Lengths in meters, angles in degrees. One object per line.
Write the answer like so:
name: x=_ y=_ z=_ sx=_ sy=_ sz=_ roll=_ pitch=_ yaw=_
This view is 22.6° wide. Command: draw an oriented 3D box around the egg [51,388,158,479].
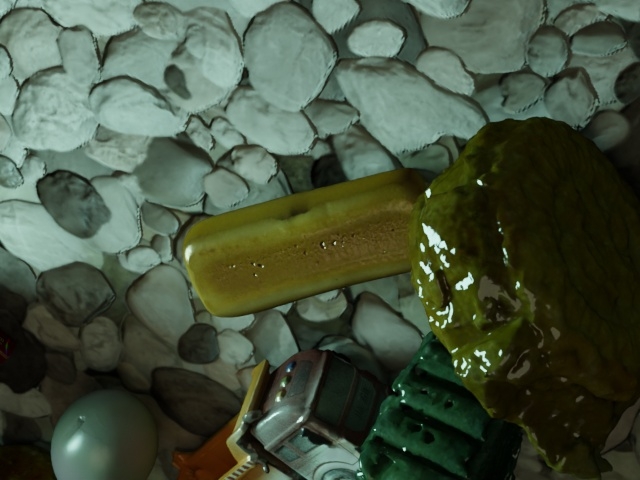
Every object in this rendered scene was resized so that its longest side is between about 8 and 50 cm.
egg: x=-0.212 y=0.203 z=1.566 sx=0.103 sy=0.103 sz=0.135 roll=25 pitch=135 yaw=-1

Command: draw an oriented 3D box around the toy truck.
toy truck: x=-0.048 y=0.205 z=1.509 sx=0.135 sy=0.114 sz=0.270 roll=34 pitch=133 yaw=-15

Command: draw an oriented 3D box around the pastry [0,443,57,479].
pastry: x=-0.327 y=0.289 z=1.631 sx=0.192 sy=0.182 sz=0.093 roll=7 pitch=133 yaw=29

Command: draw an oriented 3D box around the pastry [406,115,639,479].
pastry: x=0.172 y=0.027 z=1.206 sx=0.240 sy=0.235 sz=0.132 roll=37 pitch=126 yaw=-24

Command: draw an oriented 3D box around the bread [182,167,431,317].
bread: x=0.000 y=0.000 z=1.349 sx=0.239 sy=0.074 sz=0.093 roll=-14 pitch=105 yaw=27

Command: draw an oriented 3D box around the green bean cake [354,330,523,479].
green bean cake: x=0.120 y=0.185 z=1.417 sx=0.107 sy=0.193 sz=0.208 roll=19 pitch=155 yaw=22

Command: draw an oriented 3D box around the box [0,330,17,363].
box: x=-0.347 y=0.112 z=1.594 sx=0.051 sy=0.023 sz=0.082 roll=43 pitch=128 yaw=-15
